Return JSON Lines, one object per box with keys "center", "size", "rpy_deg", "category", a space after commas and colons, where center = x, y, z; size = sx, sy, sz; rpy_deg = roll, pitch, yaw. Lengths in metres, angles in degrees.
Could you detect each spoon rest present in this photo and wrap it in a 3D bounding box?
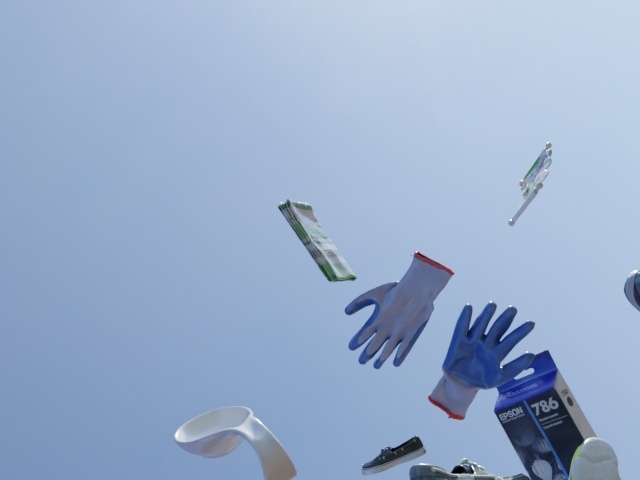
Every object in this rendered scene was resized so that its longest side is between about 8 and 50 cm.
{"center": [-0.143, 0.322, 1.278], "size": [0.137, 0.276, 0.084], "rpy_deg": [-21, -74, -34], "category": "spoon rest"}

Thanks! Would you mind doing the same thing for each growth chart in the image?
{"center": [0.507, -0.139, 1.856], "size": [0.021, 0.172, 0.237], "rpy_deg": [28, -140, 3], "category": "growth chart"}

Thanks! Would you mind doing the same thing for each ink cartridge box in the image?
{"center": [0.487, 0.414, 1.643], "size": [0.065, 0.165, 0.333], "rpy_deg": [-16, -106, -50], "category": "ink cartridge box"}

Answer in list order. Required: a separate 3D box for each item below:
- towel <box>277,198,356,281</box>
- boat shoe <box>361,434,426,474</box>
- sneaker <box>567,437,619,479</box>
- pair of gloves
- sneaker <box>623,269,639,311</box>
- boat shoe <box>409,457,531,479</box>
{"center": [0.000, 0.000, 1.240], "size": [0.152, 0.023, 0.113], "rpy_deg": [55, -162, 14], "category": "towel"}
{"center": [0.146, 0.440, 1.591], "size": [0.049, 0.142, 0.040], "rpy_deg": [10, -123, -80], "category": "boat shoe"}
{"center": [0.484, 0.488, 1.452], "size": [0.091, 0.126, 0.240], "rpy_deg": [26, -129, 5], "category": "sneaker"}
{"center": [0.124, 0.104, 0.841], "size": [0.198, 0.159, 0.023], "rpy_deg": [30, -154, 0], "category": "pair of gloves"}
{"center": [0.584, 0.125, 1.215], "size": [0.223, 0.098, 0.083], "rpy_deg": [41, -118, 1], "category": "sneaker"}
{"center": [0.291, 0.461, 1.482], "size": [0.319, 0.116, 0.099], "rpy_deg": [6, -123, -38], "category": "boat shoe"}
